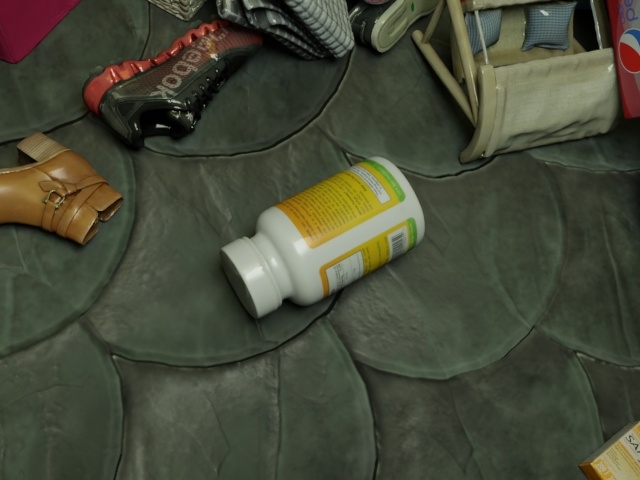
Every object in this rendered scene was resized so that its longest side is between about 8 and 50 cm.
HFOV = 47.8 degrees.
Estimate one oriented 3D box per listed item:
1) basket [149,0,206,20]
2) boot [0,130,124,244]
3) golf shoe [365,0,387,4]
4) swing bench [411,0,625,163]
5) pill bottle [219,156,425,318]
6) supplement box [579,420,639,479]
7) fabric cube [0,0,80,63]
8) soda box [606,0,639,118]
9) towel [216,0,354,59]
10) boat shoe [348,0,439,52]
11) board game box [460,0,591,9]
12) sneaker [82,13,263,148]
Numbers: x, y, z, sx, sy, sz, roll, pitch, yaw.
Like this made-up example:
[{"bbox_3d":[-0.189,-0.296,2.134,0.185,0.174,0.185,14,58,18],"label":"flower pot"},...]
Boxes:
[{"bbox_3d":[-0.206,-0.437,1.105,0.113,0.103,0.167,30,67,5],"label":"basket"},{"bbox_3d":[-0.370,-0.037,0.940,0.152,0.073,0.197,37,71,3],"label":"boot"},{"bbox_3d":[0.081,-0.476,1.134,0.115,0.140,0.306,-8,65,6],"label":"golf shoe"},{"bbox_3d":[0.309,-0.274,1.078,0.253,0.165,0.255,-13,70,-14],"label":"swing bench"},{"bbox_3d":[0.000,0.000,0.938,0.245,0.136,0.136,-28,74,-17],"label":"pill bottle"},{"bbox_3d":[0.394,0.286,0.931,0.098,0.036,0.062,-32,76,-19],"label":"supplement box"},{"bbox_3d":[-0.470,-0.458,0.994,0.254,0.258,0.259,31,68,4],"label":"fabric cube"},{"bbox_3d":[0.453,-0.304,0.978,0.092,0.083,0.264,-13,97,-16],"label":"soda box"},{"bbox_3d":[-0.061,-0.412,1.033,0.121,0.235,0.284,-15,78,23],"label":"towel"},{"bbox_3d":[0.131,-0.389,1.147,0.079,0.084,0.233,30,60,29],"label":"boat shoe"},{"bbox_3d":[0.330,-0.541,1.242,0.242,0.064,0.317,-5,69,-10],"label":"board game box"},{"bbox_3d":[-0.187,-0.221,1.024,0.276,0.098,0.135,-31,75,-16],"label":"sneaker"}]
